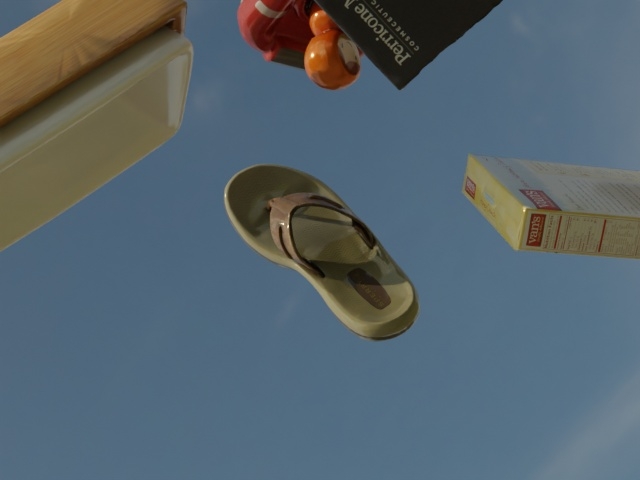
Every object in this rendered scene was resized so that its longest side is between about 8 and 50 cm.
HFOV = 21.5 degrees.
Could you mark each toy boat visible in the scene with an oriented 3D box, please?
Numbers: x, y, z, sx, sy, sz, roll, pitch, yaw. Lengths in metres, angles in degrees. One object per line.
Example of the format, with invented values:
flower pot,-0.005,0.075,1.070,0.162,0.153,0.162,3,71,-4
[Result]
toy boat,0.014,-0.220,1.685,0.151,0.151,0.231,12,-30,-24

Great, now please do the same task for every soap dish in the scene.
soap dish,-0.264,-0.117,1.603,0.291,0.118,0.229,-35,-13,-19

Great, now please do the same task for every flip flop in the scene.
flip flop,0.000,0.000,1.797,0.112,0.277,0.080,-37,-34,-12

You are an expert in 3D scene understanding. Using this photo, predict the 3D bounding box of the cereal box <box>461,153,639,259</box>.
cereal box,0.269,-0.028,1.571,0.240,0.173,0.047,4,-72,-14

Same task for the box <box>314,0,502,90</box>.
box,0.072,-0.362,1.356,0.312,0.179,0.343,-38,-76,22
